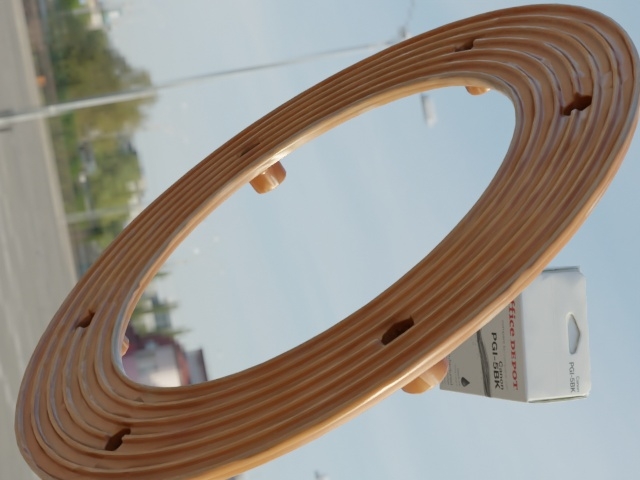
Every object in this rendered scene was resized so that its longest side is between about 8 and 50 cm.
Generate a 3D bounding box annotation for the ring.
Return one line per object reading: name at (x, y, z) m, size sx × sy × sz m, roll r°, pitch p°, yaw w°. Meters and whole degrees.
ring at (0.000, 0.000, 0.651) m, size 0.032 × 0.336 × 0.336 m, roll 54°, pitch 2°, yaw -24°

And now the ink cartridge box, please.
ink cartridge box at (0.143, 0.070, 1.060) m, size 0.135 × 0.056 × 0.099 m, roll 175°, pitch -88°, yaw -67°
